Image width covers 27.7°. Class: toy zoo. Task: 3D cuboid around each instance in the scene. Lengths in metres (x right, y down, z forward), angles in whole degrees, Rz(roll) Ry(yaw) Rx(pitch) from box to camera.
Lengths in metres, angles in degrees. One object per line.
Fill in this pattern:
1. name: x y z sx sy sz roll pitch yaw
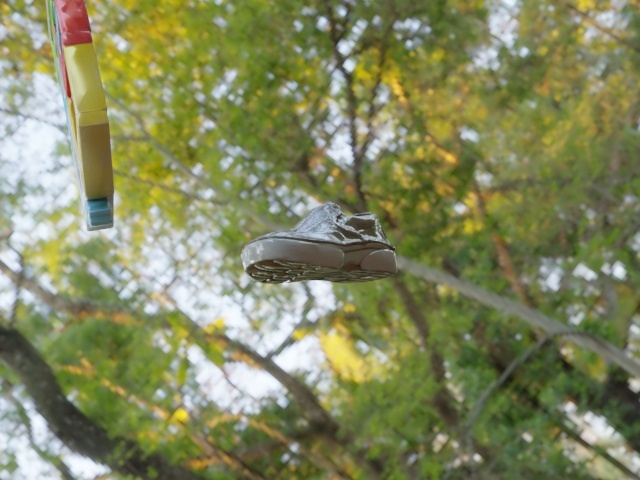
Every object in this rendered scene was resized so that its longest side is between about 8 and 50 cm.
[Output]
1. toy zoo: -0.234 -0.142 1.264 0.030 0.293 0.192 -9 -28 -13

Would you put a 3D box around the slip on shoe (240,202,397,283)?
1. slip on shoe: 0.000 0.000 0.723 0.135 0.051 0.041 4 -104 -56
